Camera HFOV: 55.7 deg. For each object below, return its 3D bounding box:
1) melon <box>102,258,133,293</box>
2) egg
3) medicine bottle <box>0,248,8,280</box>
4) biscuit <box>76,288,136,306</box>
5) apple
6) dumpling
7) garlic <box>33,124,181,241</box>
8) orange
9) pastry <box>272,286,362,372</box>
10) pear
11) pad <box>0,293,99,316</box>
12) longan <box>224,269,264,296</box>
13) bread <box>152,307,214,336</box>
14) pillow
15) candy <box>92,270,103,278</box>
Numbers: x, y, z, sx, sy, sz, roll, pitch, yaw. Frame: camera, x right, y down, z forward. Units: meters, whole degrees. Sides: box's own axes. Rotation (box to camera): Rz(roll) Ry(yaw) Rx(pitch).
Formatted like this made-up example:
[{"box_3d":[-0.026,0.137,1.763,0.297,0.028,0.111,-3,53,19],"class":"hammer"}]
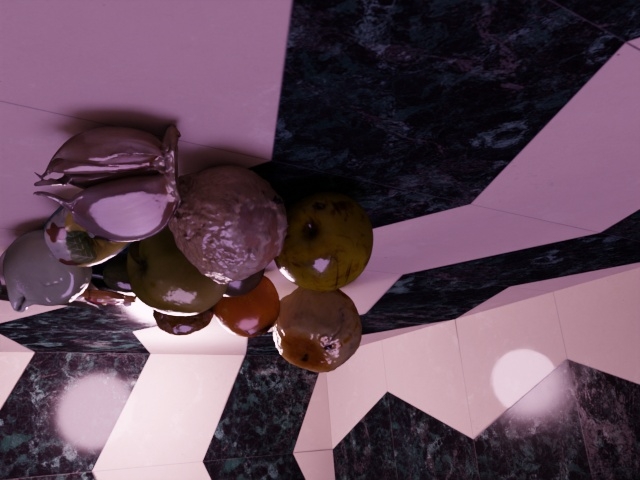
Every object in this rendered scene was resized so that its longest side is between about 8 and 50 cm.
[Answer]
[{"box_3d":[-0.623,0.118,1.978,0.168,0.114,0.114,13,155,-36],"class":"melon"},{"box_3d":[-0.210,-0.042,1.399,0.279,0.279,0.310,-11,140,17],"class":"egg"},{"box_3d":[-0.870,0.089,1.845,0.103,0.102,0.187,-15,159,28],"class":"medicine bottle"},{"box_3d":[-0.780,0.208,2.184,0.216,0.047,0.340,10,171,-25],"class":"biscuit"},{"box_3d":[-0.388,0.065,1.668,0.254,0.291,0.292,0,163,-43],"class":"apple"},{"box_3d":[-0.741,0.083,1.700,0.321,0.211,0.270,-10,160,18],"class":"dumpling"},{"box_3d":[-0.401,-0.116,1.211,0.292,0.210,0.237,-13,168,-1],"class":"garlic"},{"box_3d":[-0.271,0.240,2.236,0.246,0.246,0.246,-4,161,-1],"class":"orange"},{"box_3d":[-0.006,0.348,2.499,0.389,0.312,0.388,10,129,12],"class":"pastry"},{"box_3d":[0.000,0.000,1.565,0.284,0.283,0.283,-4,161,-1],"class":"pear"},{"box_3d":[-1.035,0.245,2.218,0.376,0.063,0.315,4,166,-4],"class":"pad"},{"box_3d":[-0.259,0.079,1.850,0.198,0.197,0.212,5,158,-26],"class":"longan"},{"box_3d":[-0.509,0.245,2.234,0.230,0.230,0.122,-3,134,-5],"class":"bread"},{"box_3d":[-0.580,-0.025,1.522,0.214,0.086,0.233,-24,145,-27],"class":"pillow"},{"box_3d":[-0.688,0.128,2.059,0.440,0.119,0.119,17,152,-31],"class":"candy"}]
